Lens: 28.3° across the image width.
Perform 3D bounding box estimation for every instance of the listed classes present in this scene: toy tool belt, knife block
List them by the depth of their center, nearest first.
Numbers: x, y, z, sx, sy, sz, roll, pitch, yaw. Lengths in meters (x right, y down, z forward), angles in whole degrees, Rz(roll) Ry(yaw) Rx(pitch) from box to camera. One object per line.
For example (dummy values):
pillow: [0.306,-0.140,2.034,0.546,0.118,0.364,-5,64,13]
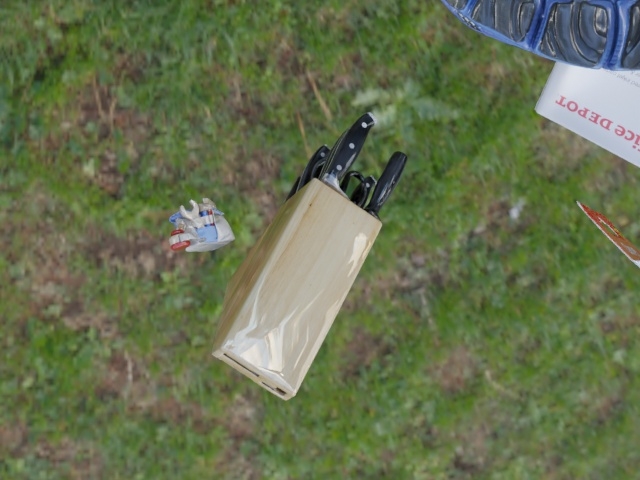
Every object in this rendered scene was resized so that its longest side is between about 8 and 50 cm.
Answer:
toy tool belt: [-0.123,-0.017,1.230,0.052,0.051,0.083,-24,168,30]
knife block: [0.000,0.000,1.281,0.088,0.276,0.242,33,107,-10]

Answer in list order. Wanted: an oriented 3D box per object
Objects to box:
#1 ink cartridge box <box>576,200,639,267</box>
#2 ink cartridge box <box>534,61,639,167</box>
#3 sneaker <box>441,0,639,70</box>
ink cartridge box: [0.281,0.024,0.953,0.045,0.179,0.145,-46,163,12]
ink cartridge box: [0.418,-0.232,1.474,0.197,0.198,0.270,-17,134,-56]
sneaker: [0.145,-0.105,0.493,0.221,0.087,0.083,1,95,-8]
